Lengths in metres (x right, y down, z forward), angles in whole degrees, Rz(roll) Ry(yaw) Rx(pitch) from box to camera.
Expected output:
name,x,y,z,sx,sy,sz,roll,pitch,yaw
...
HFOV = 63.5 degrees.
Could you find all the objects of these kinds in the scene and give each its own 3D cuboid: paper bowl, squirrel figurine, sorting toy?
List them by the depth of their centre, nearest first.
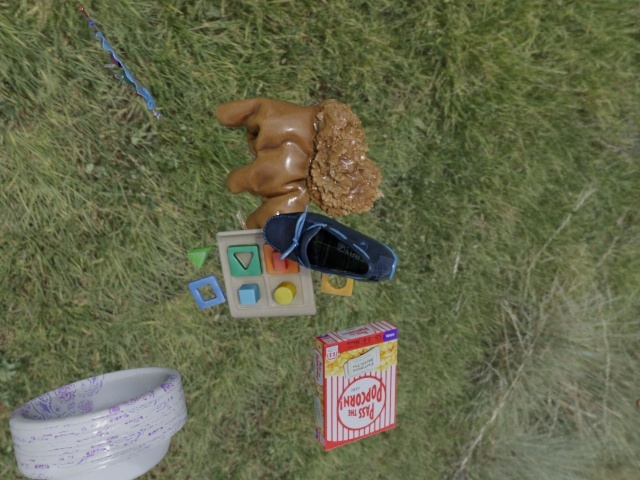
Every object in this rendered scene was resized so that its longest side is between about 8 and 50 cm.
name,x,y,z,sx,sy,sz,roll,pitch,yaw
paper bowl,-0.382,0.337,0.924,0.284,0.284,0.148,-11,92,-34
sorting toy,-0.107,0.071,1.015,0.347,0.047,0.196,-4,110,11
squirrel figurine,-0.047,-0.148,1.312,0.281,0.396,0.371,35,51,-70

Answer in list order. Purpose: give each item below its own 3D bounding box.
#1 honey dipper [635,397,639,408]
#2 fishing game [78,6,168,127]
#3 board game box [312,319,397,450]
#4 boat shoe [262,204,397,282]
name,x,y,z,sx,sy,sz,roll,pitch,yaw
honey dipper,0.569,0.249,0.795,0.160,0.030,0.031,-5,120,1
fishing game,-0.418,-0.352,1.097,0.041,0.189,0.264,-36,100,-5
board game box,0.061,0.247,0.893,0.146,0.045,0.194,-8,105,-27
boat shoe,0.000,0.000,0.851,0.089,0.258,0.109,-1,100,-56
